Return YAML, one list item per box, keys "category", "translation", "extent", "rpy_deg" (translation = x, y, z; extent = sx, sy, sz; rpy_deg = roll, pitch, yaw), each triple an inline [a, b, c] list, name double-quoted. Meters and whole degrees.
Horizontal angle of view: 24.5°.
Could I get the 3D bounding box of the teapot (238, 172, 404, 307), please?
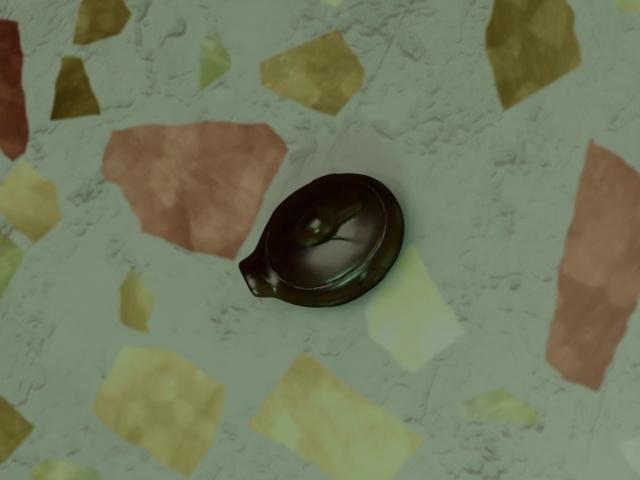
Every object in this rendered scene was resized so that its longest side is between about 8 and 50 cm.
- category: "teapot"
  translation: [0.000, 0.000, 1.111]
  extent: [0.129, 0.078, 0.098]
  rpy_deg: [-29, 68, 11]
